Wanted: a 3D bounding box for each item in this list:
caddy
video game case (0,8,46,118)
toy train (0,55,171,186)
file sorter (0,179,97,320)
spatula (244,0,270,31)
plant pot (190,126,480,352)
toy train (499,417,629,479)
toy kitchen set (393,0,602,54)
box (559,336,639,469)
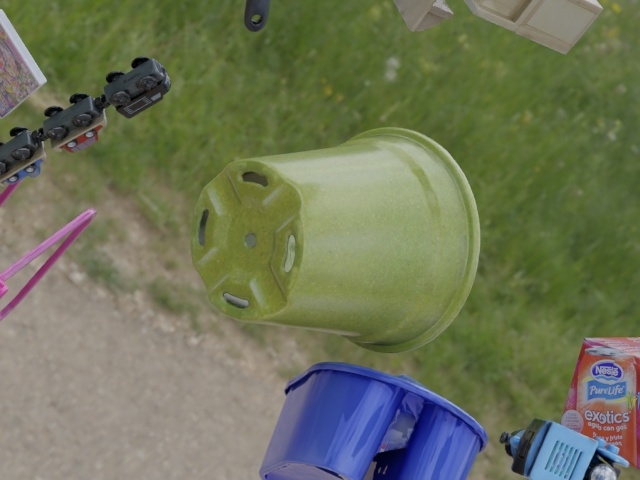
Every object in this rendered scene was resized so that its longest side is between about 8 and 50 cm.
[{"bbox_3d":[0.067,0.254,1.733,0.241,0.341,0.179,26,69,-9],"label":"caddy"},{"bbox_3d":[-0.336,-0.183,1.432,0.011,0.122,0.087,-36,98,-34],"label":"video game case"},{"bbox_3d":[-0.170,-0.079,0.941,0.036,0.158,0.027,37,32,-54],"label":"toy train"},{"bbox_3d":[-0.362,-0.041,1.109,0.290,0.202,0.182,46,35,-2],"label":"file sorter"},{"bbox_3d":[-0.060,-0.395,1.634,0.084,0.296,0.030,4,18,-17],"label":"spatula"},{"bbox_3d":[0.000,0.000,1.570,0.254,0.276,0.276,0,52,-49],"label":"plant pot"},{"bbox_3d":[0.247,0.228,1.414,0.105,0.080,0.184,27,-5,-3],"label":"toy train"},{"bbox_3d":[0.093,-0.137,0.756,0.075,0.068,0.083,16,35,-35],"label":"toy kitchen set"},{"bbox_3d":[0.413,0.194,1.659,0.123,0.128,0.257,19,8,38],"label":"box"}]
